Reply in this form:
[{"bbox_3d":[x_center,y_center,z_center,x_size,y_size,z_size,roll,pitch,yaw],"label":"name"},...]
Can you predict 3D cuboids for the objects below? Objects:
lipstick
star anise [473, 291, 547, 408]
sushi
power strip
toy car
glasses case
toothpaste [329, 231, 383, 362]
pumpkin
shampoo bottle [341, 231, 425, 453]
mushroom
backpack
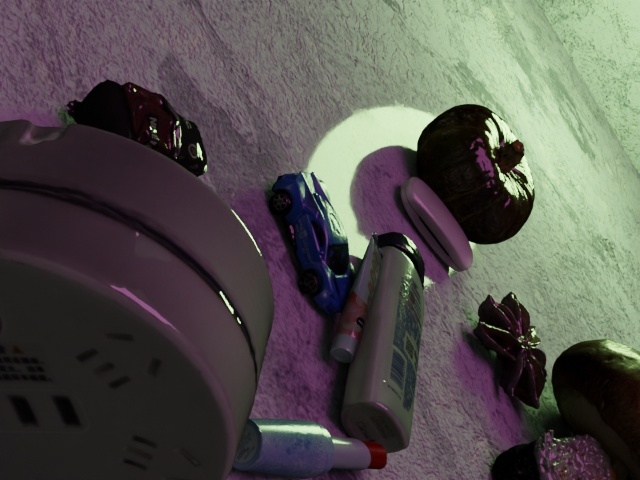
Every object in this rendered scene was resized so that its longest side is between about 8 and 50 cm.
[{"bbox_3d":[-0.006,0.255,1.350,0.274,0.061,0.068,18,49,-51],"label":"lipstick"},{"bbox_3d":[0.339,0.184,1.946,0.197,0.073,0.212,-32,97,-57],"label":"star anise"},{"bbox_3d":[0.384,0.389,1.795,0.225,0.126,0.136,20,50,-49],"label":"sushi"},{"bbox_3d":[-0.210,0.090,0.898,0.357,0.358,0.161,47,34,-26],"label":"power strip"},{"bbox_3d":[0.000,0.000,1.569,0.103,0.063,0.216,-3,69,-59],"label":"toy car"},{"bbox_3d":[0.203,-0.027,1.927,0.193,0.049,0.074,50,32,-20],"label":"glasses case"},{"bbox_3d":[0.056,0.080,1.552,0.056,0.036,0.205,73,28,-44],"label":"toothpaste"},{"bbox_3d":[0.295,-0.130,2.018,0.260,0.189,0.260,36,38,-35],"label":"pumpkin"},{"bbox_3d":[0.101,0.144,1.598,0.134,0.078,0.359,56,28,-31],"label":"shampoo bottle"},{"bbox_3d":[0.538,0.319,1.943,0.239,0.345,0.345,-31,94,-37],"label":"mushroom"},{"bbox_3d":[-0.203,-0.117,1.299,0.165,0.106,0.120,9,54,-51],"label":"backpack"}]
